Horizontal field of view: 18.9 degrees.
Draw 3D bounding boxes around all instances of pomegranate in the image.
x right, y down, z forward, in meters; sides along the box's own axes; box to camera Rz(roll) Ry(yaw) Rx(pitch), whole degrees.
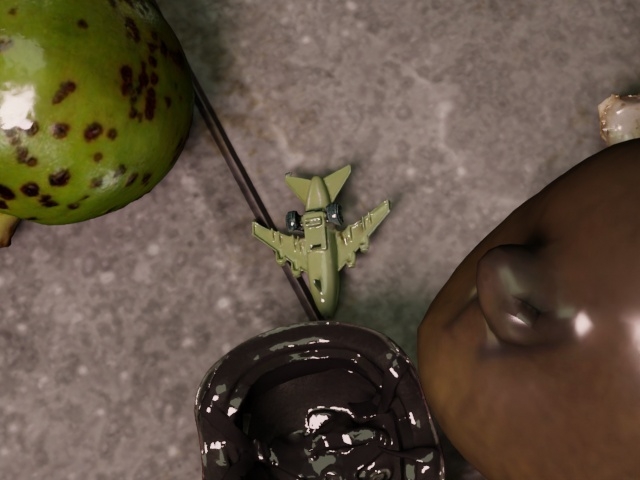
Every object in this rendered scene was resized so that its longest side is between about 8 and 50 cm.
[{"bbox_3d":[-0.203,-0.082,1.314,0.211,0.211,0.263,30,106,14],"label":"pomegranate"}]

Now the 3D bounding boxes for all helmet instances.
[{"bbox_3d":[0.001,0.141,1.245,0.153,0.107,0.177,-10,85,0],"label":"helmet"}]

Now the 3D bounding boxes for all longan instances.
[{"bbox_3d":[0.201,0.061,1.161,0.300,0.300,0.243,-13,64,-3],"label":"longan"}]

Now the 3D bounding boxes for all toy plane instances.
[{"bbox_3d":[0.000,0.000,1.339,0.102,0.040,0.111,-11,63,19],"label":"toy plane"}]

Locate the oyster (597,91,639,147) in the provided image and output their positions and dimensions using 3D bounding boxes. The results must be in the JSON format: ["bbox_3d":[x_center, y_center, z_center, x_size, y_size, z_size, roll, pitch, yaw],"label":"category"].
[{"bbox_3d":[0.265,-0.053,1.337,0.103,0.051,0.148,-34,78,33],"label":"oyster"}]
